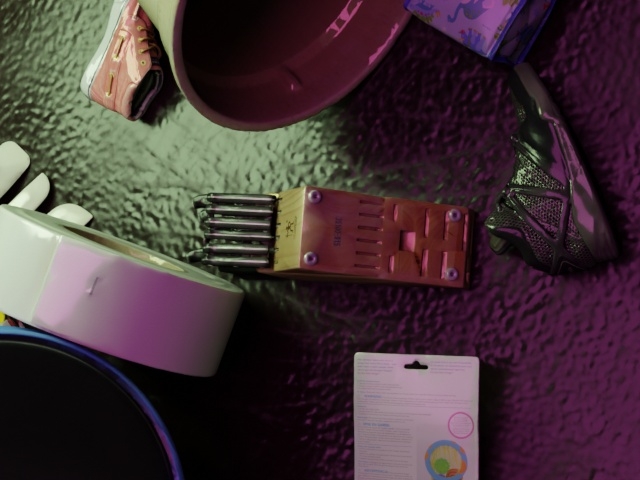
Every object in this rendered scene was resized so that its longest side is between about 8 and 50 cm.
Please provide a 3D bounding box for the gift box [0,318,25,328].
[{"bbox_3d":[-0.365,0.236,1.688,0.258,0.255,0.276,-33,83,-25],"label":"gift box"}]

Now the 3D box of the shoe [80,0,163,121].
[{"bbox_3d":[-0.212,-0.232,1.842,0.081,0.063,0.178,32,102,24],"label":"shoe"}]

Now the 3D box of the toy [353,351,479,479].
[{"bbox_3d":[0.106,0.237,1.632,0.137,0.056,0.237,0,88,21],"label":"toy"}]

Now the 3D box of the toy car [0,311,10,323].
[{"bbox_3d":[-0.500,0.100,1.931,0.225,0.053,0.239,-49,66,11],"label":"toy car"}]

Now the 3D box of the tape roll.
[{"bbox_3d":[-0.229,0.053,1.684,0.286,0.286,0.100,21,91,26],"label":"tape roll"}]

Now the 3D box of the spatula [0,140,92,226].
[{"bbox_3d":[-0.415,0.004,1.882,0.168,0.019,0.242,42,79,18],"label":"spatula"}]

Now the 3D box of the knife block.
[{"bbox_3d":[0.000,0.000,1.710,0.275,0.242,0.088,7,85,-20],"label":"knife block"}]

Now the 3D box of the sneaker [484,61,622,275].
[{"bbox_3d":[0.212,-0.067,1.608,0.130,0.087,0.227,-22,80,14],"label":"sneaker"}]

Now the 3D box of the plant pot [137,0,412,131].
[{"bbox_3d":[-0.101,-0.337,1.687,0.305,0.334,0.334,43,101,35],"label":"plant pot"}]

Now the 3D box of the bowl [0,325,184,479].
[{"bbox_3d":[-0.316,0.271,1.524,0.391,0.077,0.391,4,76,-17],"label":"bowl"}]

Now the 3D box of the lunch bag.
[{"bbox_3d":[0.184,-0.278,1.646,0.129,0.096,0.151,34,106,25],"label":"lunch bag"}]
